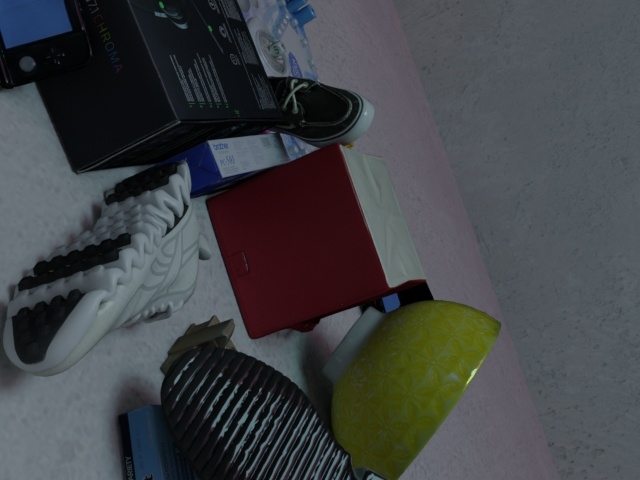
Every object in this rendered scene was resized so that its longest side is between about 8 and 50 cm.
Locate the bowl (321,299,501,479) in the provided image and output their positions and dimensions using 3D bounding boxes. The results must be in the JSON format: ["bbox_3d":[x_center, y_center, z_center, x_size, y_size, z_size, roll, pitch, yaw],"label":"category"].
[{"bbox_3d":[0.096,0.179,0.955,0.156,0.289,0.289,37,19,9],"label":"bowl"}]

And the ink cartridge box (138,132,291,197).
[{"bbox_3d":[-0.119,-0.088,0.850,0.046,0.097,0.207,68,21,-3],"label":"ink cartridge box"}]

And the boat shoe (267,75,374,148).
[{"bbox_3d":[-0.029,-0.169,0.903,0.070,0.219,0.078,30,80,-45],"label":"boat shoe"}]

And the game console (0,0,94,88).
[{"bbox_3d":[-0.275,-0.207,0.587,0.085,0.124,0.144,-139,-147,-88],"label":"game console"}]

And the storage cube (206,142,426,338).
[{"bbox_3d":[0.000,0.000,0.921,0.183,0.193,0.215,0,70,-67],"label":"storage cube"}]

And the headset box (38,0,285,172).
[{"bbox_3d":[-0.186,-0.215,0.762,0.246,0.131,0.283,67,21,-3],"label":"headset box"}]

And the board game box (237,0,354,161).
[{"bbox_3d":[-0.080,-0.312,1.175,0.390,0.050,0.390,7,65,-61],"label":"board game box"}]

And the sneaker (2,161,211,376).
[{"bbox_3d":[-0.165,0.032,0.627,0.292,0.110,0.118,-69,142,-60],"label":"sneaker"}]

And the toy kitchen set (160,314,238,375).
[{"bbox_3d":[-0.103,0.124,0.723,0.075,0.068,0.083,62,22,-16],"label":"toy kitchen set"}]

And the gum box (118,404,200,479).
[{"bbox_3d":[-0.102,0.236,0.657,0.184,0.041,0.157,29,44,-60],"label":"gum box"}]

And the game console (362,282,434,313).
[{"bbox_3d":[0.151,0.102,1.392,0.213,0.044,0.361,64,22,-10],"label":"game console"}]

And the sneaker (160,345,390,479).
[{"bbox_3d":[-0.028,0.236,0.649,0.330,0.146,0.122,43,52,-6],"label":"sneaker"}]
